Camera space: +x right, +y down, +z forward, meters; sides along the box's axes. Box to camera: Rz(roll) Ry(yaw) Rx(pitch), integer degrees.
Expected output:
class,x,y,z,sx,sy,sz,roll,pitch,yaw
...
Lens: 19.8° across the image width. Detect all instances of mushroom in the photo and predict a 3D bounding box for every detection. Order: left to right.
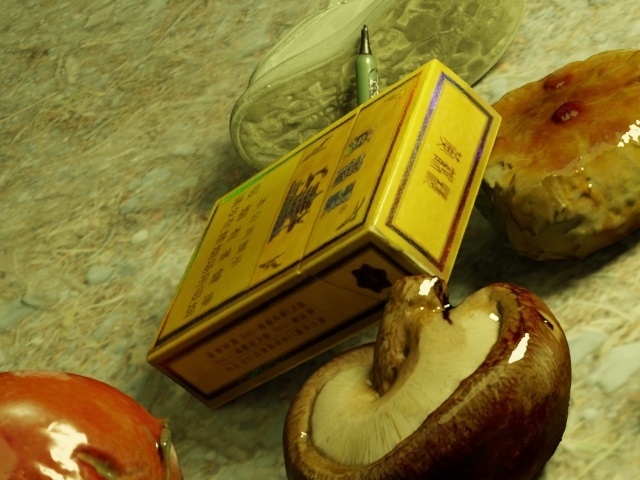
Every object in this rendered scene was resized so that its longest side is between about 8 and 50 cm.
class,x,y,z,sx,sy,sz,roll,pitch,yaw
mushroom,0.082,0.132,1.308,0.231,0.138,0.194,-21,46,38

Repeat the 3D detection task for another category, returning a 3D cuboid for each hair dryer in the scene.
class,x,y,z,sx,sy,sz,roll,pitch,yaw
hair dryer,0.042,-0.124,1.681,0.071,0.150,0.047,-5,-1,35

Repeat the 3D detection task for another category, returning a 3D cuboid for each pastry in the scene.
class,x,y,z,sx,sy,sz,roll,pitch,yaw
pastry,0.207,-0.070,1.488,0.218,0.100,0.229,-13,35,29

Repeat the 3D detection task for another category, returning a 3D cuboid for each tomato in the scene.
class,x,y,z,sx,sy,sz,roll,pitch,yaw
tomato,-0.252,0.193,1.397,0.309,0.170,0.309,-3,32,2

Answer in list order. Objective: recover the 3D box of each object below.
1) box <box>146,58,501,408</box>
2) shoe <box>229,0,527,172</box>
class,x,y,z,sx,sy,sz,roll,pitch,yaw
box,0.000,0.000,1.494,0.301,0.084,0.193,-30,30,44
shoe,0.046,-0.187,1.778,0.316,0.124,0.159,-30,24,3
